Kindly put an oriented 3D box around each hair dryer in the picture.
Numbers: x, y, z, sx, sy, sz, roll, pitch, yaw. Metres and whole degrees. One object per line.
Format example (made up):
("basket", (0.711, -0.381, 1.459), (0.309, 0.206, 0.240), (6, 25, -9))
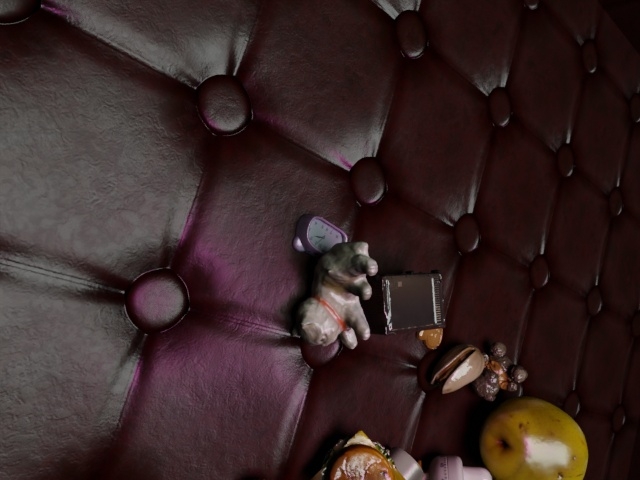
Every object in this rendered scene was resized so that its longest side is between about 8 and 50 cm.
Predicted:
("hair dryer", (0.252, 0.850, 1.614), (0.203, 0.128, 0.361), (-39, 122, -27))

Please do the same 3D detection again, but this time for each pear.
("pear", (0.749, 0.742, 1.806), (0.418, 0.362, 0.362), (23, 80, -37))

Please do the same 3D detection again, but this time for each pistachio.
("pistachio", (0.473, 0.437, 1.731), (0.223, 0.126, 0.152), (-27, 144, -31))

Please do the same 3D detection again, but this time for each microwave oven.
("microwave oven", (0.220, 0.179, 1.496), (0.248, 0.188, 0.177), (0, 88, -32))

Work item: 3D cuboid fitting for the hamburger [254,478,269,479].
("hamburger", (-0.164, 0.687, 1.316), (0.126, 0.081, 0.141), (-41, 127, -24))

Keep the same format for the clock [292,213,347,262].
("clock", (0.000, 0.000, 1.403), (0.153, 0.050, 0.110), (31, 75, -33))

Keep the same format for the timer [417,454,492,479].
("timer", (0.450, 0.831, 1.670), (0.233, 0.240, 0.233), (-5, 90, -77))

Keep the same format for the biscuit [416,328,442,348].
("biscuit", (0.370, 0.303, 1.707), (0.118, 0.023, 0.140), (-23, 107, -33))

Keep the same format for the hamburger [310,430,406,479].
("hamburger", (0.103, 0.686, 1.434), (0.262, 0.138, 0.243), (-36, 78, -20))

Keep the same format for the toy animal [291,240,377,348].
("toy animal", (0.029, 0.146, 1.332), (0.188, 0.308, 0.266), (-3, 73, -16))

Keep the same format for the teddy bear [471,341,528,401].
("teddy bear", (0.634, 0.492, 1.855), (0.190, 0.140, 0.177), (-33, 69, -20))
